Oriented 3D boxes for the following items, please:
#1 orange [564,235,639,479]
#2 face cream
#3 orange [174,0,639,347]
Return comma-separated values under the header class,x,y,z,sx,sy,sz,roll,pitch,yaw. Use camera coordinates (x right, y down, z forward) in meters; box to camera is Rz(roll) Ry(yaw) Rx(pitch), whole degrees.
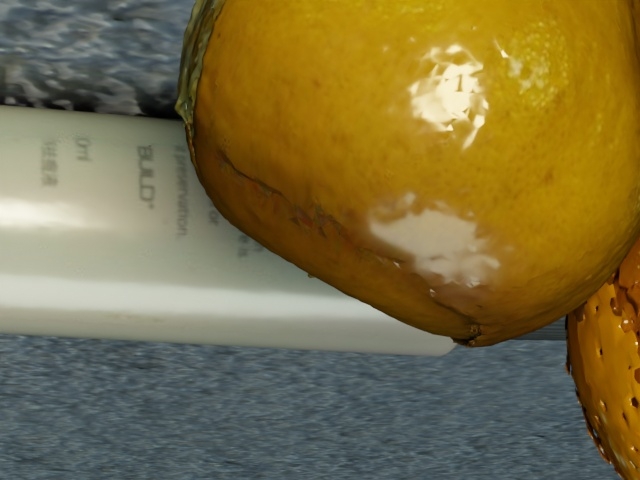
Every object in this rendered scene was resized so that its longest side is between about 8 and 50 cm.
class,x,y,z,sx,sy,sz,roll,pitch,yaw
orange,0.198,0.029,0.647,0.234,0.234,0.182,1,135,-6
face cream,0.000,0.000,0.787,0.311,0.092,0.092,4,164,-14
orange,0.032,-0.042,0.583,0.156,0.134,0.156,41,175,4
